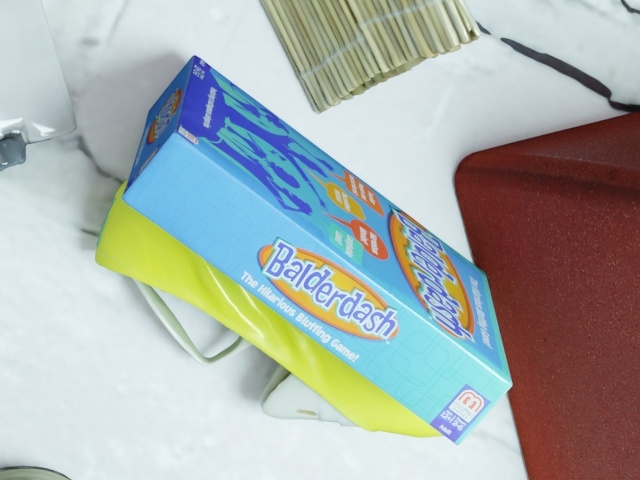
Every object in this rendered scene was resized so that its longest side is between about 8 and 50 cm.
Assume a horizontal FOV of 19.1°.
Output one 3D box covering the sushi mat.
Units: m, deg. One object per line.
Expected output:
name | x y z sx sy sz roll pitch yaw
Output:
sushi mat | -0.030 -0.225 0.994 0.019 0.151 0.316 -31 98 -32

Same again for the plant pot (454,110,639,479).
plant pot | 0.261 0.046 1.021 0.267 0.236 0.267 -15 92 -16

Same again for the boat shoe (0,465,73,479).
boat shoe | -0.178 0.275 0.951 0.122 0.120 0.324 11 86 -15

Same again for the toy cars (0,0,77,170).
toy cars | -0.283 0.017 0.951 0.176 0.087 0.393 36 76 -17

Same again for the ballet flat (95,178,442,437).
ballet flat | -0.025 0.051 1.033 0.231 0.077 0.077 38 101 -9

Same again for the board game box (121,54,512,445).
board game box | 0.000 0.000 0.987 0.210 0.160 0.047 37 105 -13
